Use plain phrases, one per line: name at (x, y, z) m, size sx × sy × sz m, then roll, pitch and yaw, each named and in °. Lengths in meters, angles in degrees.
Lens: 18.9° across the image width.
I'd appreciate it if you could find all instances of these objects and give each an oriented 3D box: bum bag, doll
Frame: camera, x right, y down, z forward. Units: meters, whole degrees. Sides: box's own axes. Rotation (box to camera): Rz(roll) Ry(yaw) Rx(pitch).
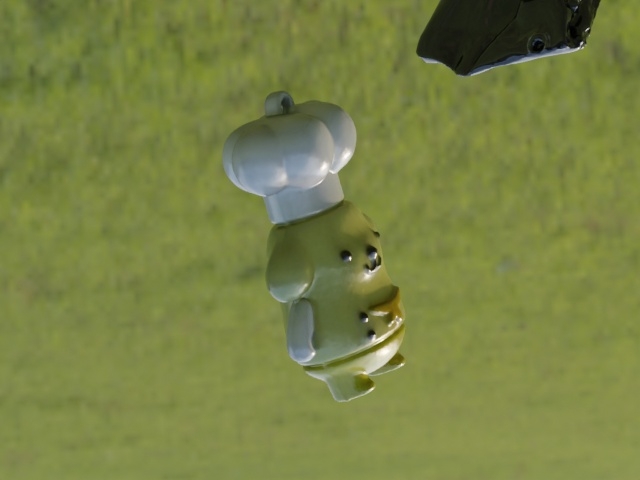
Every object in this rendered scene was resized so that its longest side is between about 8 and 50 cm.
bum bag at (0.146, -0.192, 1.186) m, size 0.123 × 0.248 × 0.060 m, roll 2°, pitch 132°, yaw 34°
doll at (0.000, 0.000, 1.002) m, size 0.062 × 0.162 × 0.106 m, roll -14°, pitch -170°, yaw 29°
